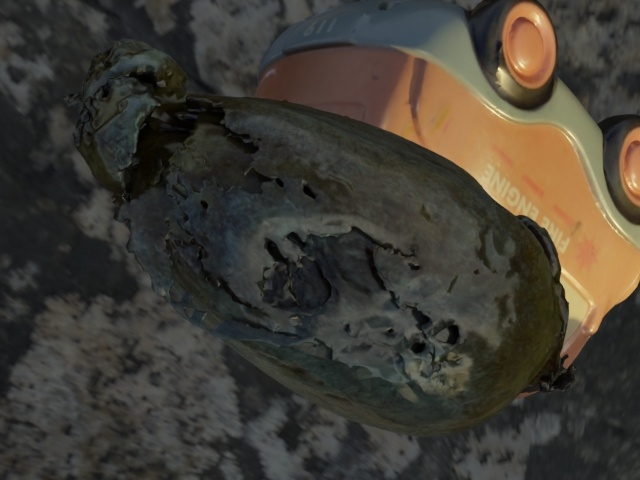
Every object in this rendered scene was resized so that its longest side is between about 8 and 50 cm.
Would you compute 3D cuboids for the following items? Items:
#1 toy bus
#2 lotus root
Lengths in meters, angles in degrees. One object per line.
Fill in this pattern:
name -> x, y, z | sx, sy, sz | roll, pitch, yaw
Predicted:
toy bus -> 0.073, -0.012, 1.020 | 0.194, 0.287, 0.232 | -4, 55, 43
lotus root -> -0.001, 0.002, 0.460 | 0.165, 0.088, 0.088 | 31, 83, -11
